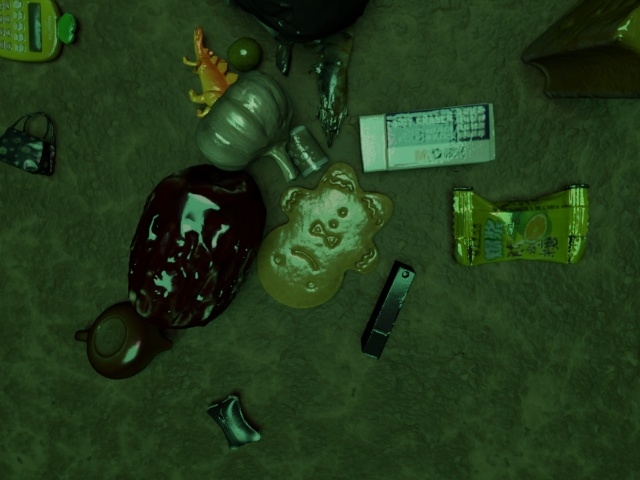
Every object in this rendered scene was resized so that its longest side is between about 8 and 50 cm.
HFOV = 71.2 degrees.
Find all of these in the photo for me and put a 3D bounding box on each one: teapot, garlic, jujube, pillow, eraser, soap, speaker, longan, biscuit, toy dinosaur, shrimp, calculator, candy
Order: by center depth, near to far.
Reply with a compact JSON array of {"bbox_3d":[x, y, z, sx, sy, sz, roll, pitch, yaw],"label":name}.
[{"bbox_3d":[0.572,-0.387,0.787,0.293,0.335,0.156,-41,102,12],"label":"soap"},{"bbox_3d":[-0.118,-0.207,0.897,0.212,0.218,0.218,42,99,-7],"label":"garlic"},{"bbox_3d":[-0.262,0.014,0.948,0.259,0.258,0.376,22,95,-1],"label":"jujube"},{"bbox_3d":[0.224,-0.217,0.966,0.279,0.081,0.124,-5,99,4],"label":"eraser"},{"bbox_3d":[-0.166,-0.404,0.967,0.075,0.083,0.075,-21,133,-25],"label":"longan"},{"bbox_3d":[-0.018,-0.354,0.975,0.169,0.058,0.295,4,96,10],"label":"shrimp"},{"bbox_3d":[-0.223,-0.318,0.983,0.117,0.070,0.288,-7,104,4],"label":"toy dinosaur"},{"bbox_3d":[0.440,-0.032,0.985,0.297,0.081,0.187,-3,101,3],"label":"candy"},{"bbox_3d":[-0.653,-0.474,0.996,0.235,0.032,0.146,5,100,4],"label":"calculator"},{"bbox_3d":[0.000,0.001,1.030,0.275,0.052,0.355,42,98,-4],"label":"biscuit"},{"bbox_3d":[0.154,0.158,1.031,0.044,0.082,0.218,21,101,0],"label":"speaker"},{"bbox_3d":[-0.471,0.240,1.065,0.252,0.135,0.178,-1,65,21],"label":"teapot"},{"bbox_3d":[-0.217,0.455,1.116,0.091,0.055,0.135,-32,99,-11],"label":"pillow"}]

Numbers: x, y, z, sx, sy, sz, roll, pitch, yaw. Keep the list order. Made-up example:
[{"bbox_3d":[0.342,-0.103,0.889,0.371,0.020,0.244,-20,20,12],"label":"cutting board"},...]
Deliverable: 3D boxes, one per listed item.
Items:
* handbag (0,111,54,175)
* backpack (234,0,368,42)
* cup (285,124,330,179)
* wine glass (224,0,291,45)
[{"bbox_3d":[-0.661,-0.228,1.025,0.115,0.072,0.139,23,87,1],"label":"handbag"},{"bbox_3d":[-0.100,-0.578,0.813,0.446,0.363,0.254,34,136,7],"label":"backpack"},{"bbox_3d":[-0.043,-0.194,0.999,0.074,0.102,0.099,-37,95,-31],"label":"cup"},{"bbox_3d":[-0.119,-0.480,0.934,0.155,0.072,0.072,38,99,8],"label":"wine glass"}]
